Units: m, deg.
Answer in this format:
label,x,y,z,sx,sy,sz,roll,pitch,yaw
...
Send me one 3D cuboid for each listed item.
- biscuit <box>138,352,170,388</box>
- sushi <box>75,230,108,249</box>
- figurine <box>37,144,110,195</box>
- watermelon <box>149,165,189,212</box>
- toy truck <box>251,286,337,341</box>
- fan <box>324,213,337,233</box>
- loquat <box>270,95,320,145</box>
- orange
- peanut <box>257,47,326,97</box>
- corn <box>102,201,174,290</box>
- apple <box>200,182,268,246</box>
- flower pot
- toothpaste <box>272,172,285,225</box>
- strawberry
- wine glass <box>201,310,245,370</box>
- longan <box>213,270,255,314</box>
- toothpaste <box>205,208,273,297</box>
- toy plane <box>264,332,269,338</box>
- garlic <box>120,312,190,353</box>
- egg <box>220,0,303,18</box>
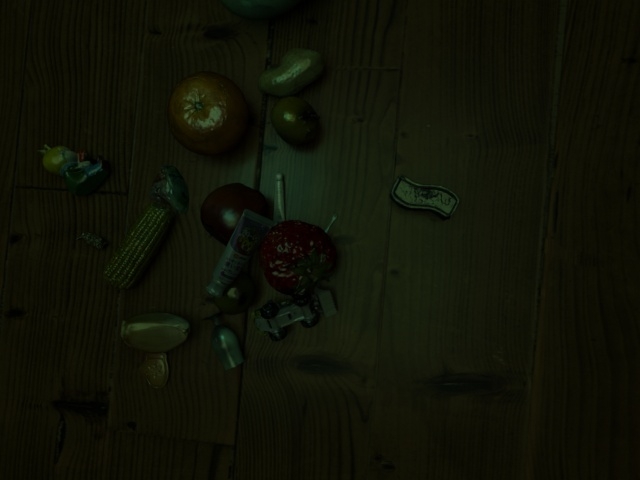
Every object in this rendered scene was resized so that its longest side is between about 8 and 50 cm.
label,x,y,z,sx,sy,sz,roll,pitch,yaw
biscuit,-0.613,0.475,1.659,0.118,0.023,0.139,-11,88,6
sushi,-0.847,0.000,1.687,0.120,0.055,0.052,25,85,6
figurine,-0.915,-0.292,1.676,0.185,0.127,0.234,-45,74,-1
watermelon,-0.566,-0.179,1.652,0.139,0.071,0.186,-19,86,11
toy truck,-0.094,0.241,1.553,0.286,0.111,0.136,-19,117,-3
fan,0.000,0.000,1.601,0.132,0.009,0.219,32,93,6
loquat,-0.096,-0.412,1.556,0.205,0.172,0.149,16,74,50
orange,-0.383,-0.432,1.554,0.284,0.226,0.283,0,92,11
peanut,-0.104,-0.582,1.579,0.253,0.122,0.137,-31,76,10
corn,-0.654,0.020,1.627,0.131,0.131,0.344,32,92,7
apple,-0.296,-0.086,1.542,0.234,0.234,0.233,0,88,7
flower pot,0.347,-0.141,1.513,0.230,0.108,0.103,18,92,8
toothpaste,-0.148,-0.146,1.616,0.048,0.031,0.190,1,92,5
strawberry,-0.097,0.040,1.503,0.277,0.257,0.257,36,94,43
wine glass,-0.340,0.353,1.594,0.093,0.093,0.202,-24,86,6
longan,-0.306,0.176,1.576,0.155,0.145,0.176,-44,43,-13
toothpaste,-0.267,0.045,1.447,0.114,0.073,0.299,26,102,-34
toy plane,-0.179,0.313,1.607,0.085,0.024,0.077,13,75,0
garlic,-0.570,0.321,1.589,0.245,0.164,0.145,-1,71,2
egg,-0.168,-0.931,1.485,0.428,0.345,0.344,-36,84,18
